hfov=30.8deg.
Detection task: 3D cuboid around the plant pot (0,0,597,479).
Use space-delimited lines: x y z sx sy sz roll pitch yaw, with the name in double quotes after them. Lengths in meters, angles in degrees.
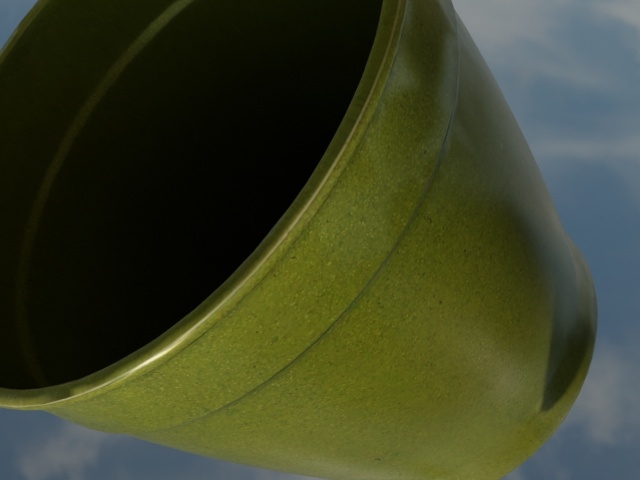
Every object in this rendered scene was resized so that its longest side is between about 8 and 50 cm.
0.000 0.000 0.760 0.353 0.366 0.366 37 -169 -40 "plant pot"
